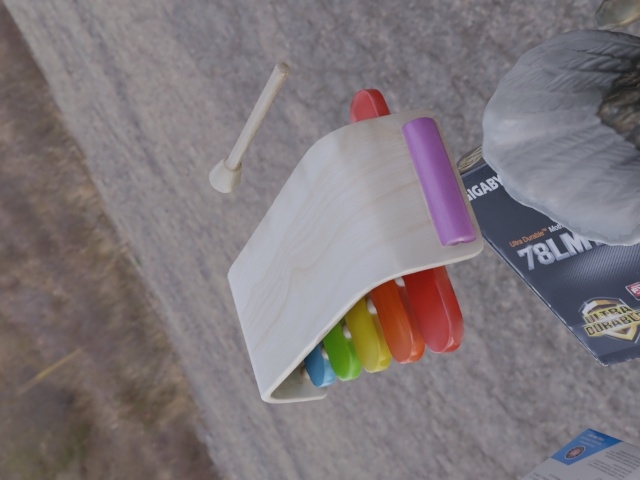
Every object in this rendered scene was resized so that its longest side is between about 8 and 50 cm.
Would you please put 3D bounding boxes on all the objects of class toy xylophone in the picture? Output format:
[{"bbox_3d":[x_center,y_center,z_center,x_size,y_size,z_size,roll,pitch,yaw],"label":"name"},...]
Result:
[{"bbox_3d":[0.000,0.000,0.850,0.322,0.081,0.236,-39,62,60],"label":"toy xylophone"}]

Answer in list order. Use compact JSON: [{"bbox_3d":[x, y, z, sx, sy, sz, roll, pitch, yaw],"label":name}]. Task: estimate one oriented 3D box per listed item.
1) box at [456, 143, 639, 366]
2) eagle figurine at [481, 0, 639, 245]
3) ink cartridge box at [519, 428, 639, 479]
[{"bbox_3d":[0.315,-0.014,1.131,0.293,0.073,0.295,45,147,-12],"label":"box"},{"bbox_3d":[0.234,-0.057,0.388,0.298,0.226,0.225,25,-176,-30],"label":"eagle figurine"},{"bbox_3d":[0.187,0.251,0.870,0.086,0.203,0.148,55,173,-5],"label":"ink cartridge box"}]
